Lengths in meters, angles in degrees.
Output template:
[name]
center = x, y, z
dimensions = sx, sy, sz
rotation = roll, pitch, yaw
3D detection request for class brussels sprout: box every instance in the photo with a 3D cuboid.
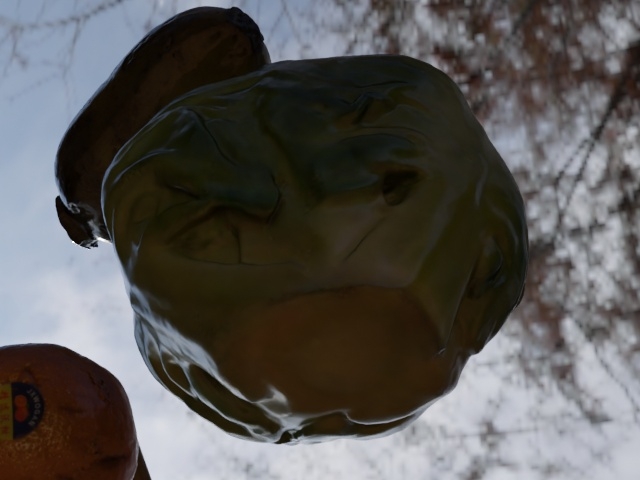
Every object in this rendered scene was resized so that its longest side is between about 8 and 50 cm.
[brussels sprout]
center = 0.000, 0.000, 0.842
dimensions = 0.223, 0.223, 0.161
rotation = -7, -44, 6

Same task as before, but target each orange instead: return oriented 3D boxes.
[orange]
center = -0.182, 0.134, 1.101
dimensions = 0.135, 0.136, 0.117
rotation = -6, -38, 5

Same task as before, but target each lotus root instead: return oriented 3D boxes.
[lotus root]
center = -0.088, -0.062, 0.974
dimensions = 0.089, 0.080, 0.179
rotation = 35, -63, -14

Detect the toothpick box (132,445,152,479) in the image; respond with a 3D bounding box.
[toothpick box]
center = -0.202, 0.308, 1.525
dimensions = 0.190, 0.308, 0.187
rotation = -18, -11, -15
